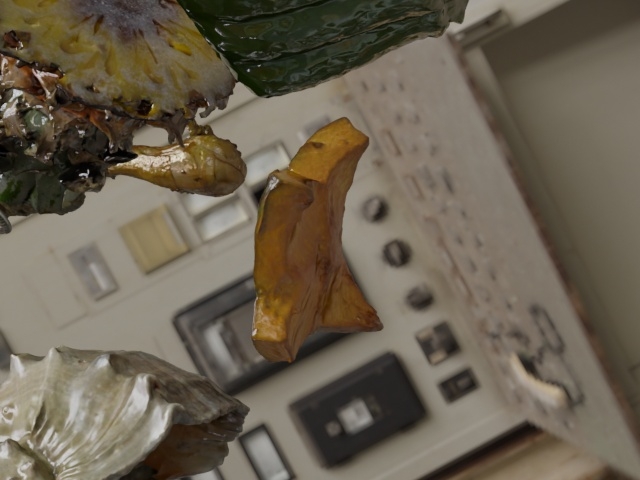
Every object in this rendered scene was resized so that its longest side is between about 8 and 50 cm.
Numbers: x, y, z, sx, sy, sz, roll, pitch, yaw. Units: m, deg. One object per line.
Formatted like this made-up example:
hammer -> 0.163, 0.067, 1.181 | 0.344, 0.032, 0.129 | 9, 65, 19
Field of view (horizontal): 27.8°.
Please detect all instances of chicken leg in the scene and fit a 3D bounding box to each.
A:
chicken leg -> -0.198, -0.106, 1.675 | 0.085, 0.207, 0.101 | 80, -166, -63

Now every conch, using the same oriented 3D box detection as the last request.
conch -> -0.220, 0.192, 1.167 | 0.210, 0.297, 0.352 | 54, -164, 5

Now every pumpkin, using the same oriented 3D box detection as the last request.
pumpkin -> -0.008, 0.024, 1.497 | 0.258, 0.095, 0.290 | -44, -43, -58

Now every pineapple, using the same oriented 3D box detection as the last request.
pineapple -> -0.212, -0.131, 1.068 | 0.272, 0.262, 0.262 | -46, 67, 46

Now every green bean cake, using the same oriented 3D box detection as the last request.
green bean cake -> -0.020, -0.197, 0.549 | 0.248, 0.124, 0.222 | 58, -160, -66

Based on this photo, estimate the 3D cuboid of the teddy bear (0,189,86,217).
teddy bear -> -0.462, -0.155, 1.940 | 0.156, 0.267, 0.256 | -43, -60, -64

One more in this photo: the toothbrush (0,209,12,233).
toothbrush -> -0.543, -0.123, 1.829 | 0.307, 0.025, 0.029 | 48, -165, 4
